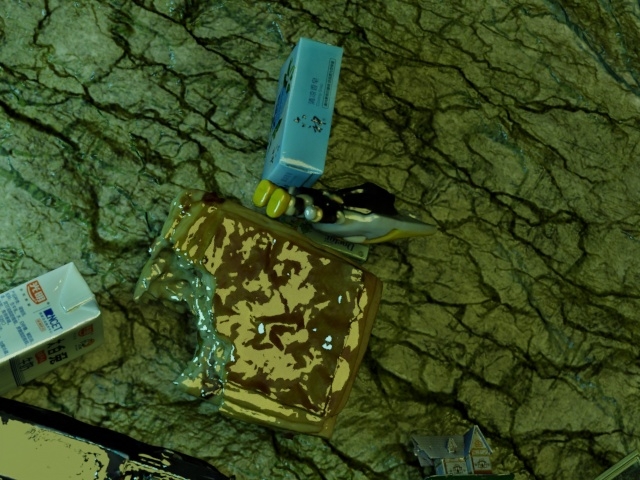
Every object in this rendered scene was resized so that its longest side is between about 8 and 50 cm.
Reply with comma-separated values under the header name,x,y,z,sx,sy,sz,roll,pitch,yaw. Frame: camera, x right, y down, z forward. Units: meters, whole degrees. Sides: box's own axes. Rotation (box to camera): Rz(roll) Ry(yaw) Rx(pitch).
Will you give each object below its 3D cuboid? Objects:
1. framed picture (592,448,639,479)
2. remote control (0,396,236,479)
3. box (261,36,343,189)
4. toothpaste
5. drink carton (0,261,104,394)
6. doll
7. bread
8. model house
name,x,y,z,sx,sy,sz,roll,pitch,yaw
framed picture,0.529,0.474,1.814,0.183,0.011,0.142,-27,86,-22
remote control,-0.326,0.355,1.551,0.398,0.062,0.145,20,72,-12
box,-0.032,-0.206,1.739,0.083,0.142,0.232,14,73,-13
toothpaste,0.000,0.000,1.751,0.164,0.046,0.034,20,68,-11
drink carton,-0.478,0.156,1.510,0.315,0.130,0.106,-27,72,-21
doll,0.044,-0.048,1.689,0.316,0.145,0.103,9,82,-35
bread,-0.110,0.122,1.614,0.370,0.191,0.314,21,76,1
model house,0.224,0.365,1.705,0.167,0.117,0.088,1,60,-16
